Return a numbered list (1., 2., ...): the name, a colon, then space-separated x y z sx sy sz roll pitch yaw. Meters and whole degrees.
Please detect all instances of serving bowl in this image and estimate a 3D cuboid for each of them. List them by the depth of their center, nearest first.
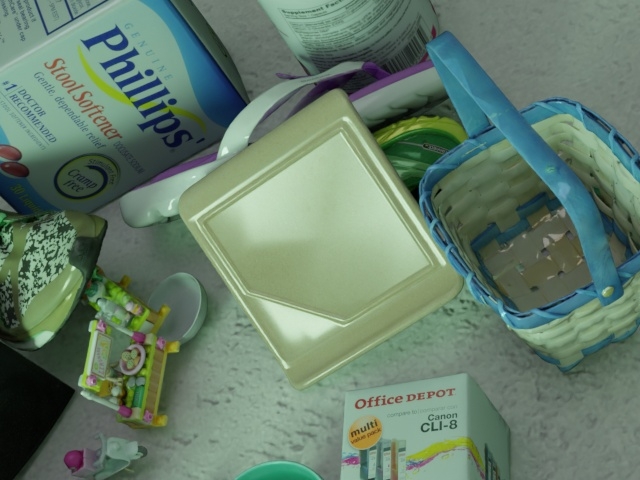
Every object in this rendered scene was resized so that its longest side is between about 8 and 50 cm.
1. serving bowl: -0.149 0.077 1.949 0.083 0.027 0.083 -21 55 33

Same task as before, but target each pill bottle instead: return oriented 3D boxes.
1. pill bottle: 0.009 -0.284 1.946 0.160 0.283 0.160 -12 55 18

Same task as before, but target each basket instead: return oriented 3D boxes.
1. basket: 0.200 -0.039 1.694 0.201 0.289 0.255 -34 53 2

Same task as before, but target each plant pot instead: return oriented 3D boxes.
1. plant pot: -0.404 0.182 1.921 0.187 0.188 0.167 12 73 31

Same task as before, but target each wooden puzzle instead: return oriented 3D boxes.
1. wooden puzzle: 0.000 0.000 1.834 0.221 0.044 0.239 -33 87 23

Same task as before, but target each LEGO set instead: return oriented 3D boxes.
1. LEGO set: -0.233 0.100 1.914 0.132 0.107 0.287 -32 50 26

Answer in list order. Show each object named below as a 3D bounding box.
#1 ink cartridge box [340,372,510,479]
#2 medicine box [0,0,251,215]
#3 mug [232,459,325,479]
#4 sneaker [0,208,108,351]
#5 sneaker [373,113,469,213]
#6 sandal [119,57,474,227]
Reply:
1. ink cartridge box: 0.097 0.230 1.677 0.128 0.127 0.176 -10 55 20
2. medicine box: -0.266 -0.184 2.026 0.289 0.263 0.149 -29 53 7
3. mug: -0.034 0.276 1.730 0.129 0.097 0.158 -35 51 2
4. sneaker: -0.388 0.014 1.953 0.410 0.182 0.158 -3 64 48
5. sneaker: 0.026 -0.022 1.880 0.295 0.109 0.123 -29 58 14
6. sandal: -0.039 -0.126 1.932 0.416 0.169 0.102 -23 89 12
